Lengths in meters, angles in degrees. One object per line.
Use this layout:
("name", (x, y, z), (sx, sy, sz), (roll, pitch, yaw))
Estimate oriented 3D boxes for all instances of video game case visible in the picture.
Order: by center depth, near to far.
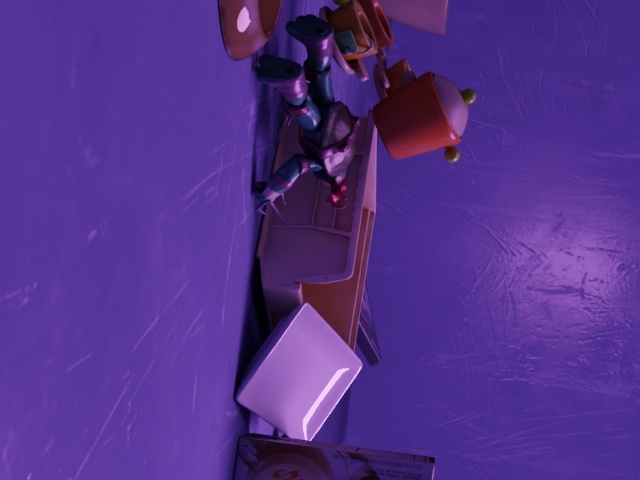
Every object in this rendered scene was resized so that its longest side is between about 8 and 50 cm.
("video game case", (0.045, 0.046, 1.823), (0.196, 0.026, 0.274), (62, 15, -52))

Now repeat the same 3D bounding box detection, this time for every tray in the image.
("tray", (-0.028, 0.174, 1.428), (0.145, 0.030, 0.270), (-55, 153, -9))

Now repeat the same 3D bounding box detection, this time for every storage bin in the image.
("storage bin", (0.000, 0.000, 1.475), (0.262, 0.123, 0.260), (87, 11, -63))

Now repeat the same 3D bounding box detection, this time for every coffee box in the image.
("coffee box", (0.015, 0.330, 1.398), (0.098, 0.247, 0.141), (54, 44, -81))

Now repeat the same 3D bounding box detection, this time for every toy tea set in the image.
("toy tea set", (0.088, -0.250, 1.342), (0.336, 0.124, 0.200), (54, 21, -39))

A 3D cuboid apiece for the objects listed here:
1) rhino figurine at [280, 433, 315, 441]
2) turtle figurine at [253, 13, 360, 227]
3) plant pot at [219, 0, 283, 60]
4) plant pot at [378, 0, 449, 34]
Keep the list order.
("rhino figurine", (-0.042, 0.394, 1.782), (0.243, 0.073, 0.106), (92, 10, -50))
("turtle figurine", (-0.014, -0.131, 1.276), (0.234, 0.118, 0.175), (82, 15, -47))
("plant pot", (-0.056, -0.287, 1.044), (0.236, 0.032, 0.236), (7, 90, -84))
("plant pot", (0.123, -0.482, 1.771), (0.284, 0.191, 0.284), (7, 90, -84))
